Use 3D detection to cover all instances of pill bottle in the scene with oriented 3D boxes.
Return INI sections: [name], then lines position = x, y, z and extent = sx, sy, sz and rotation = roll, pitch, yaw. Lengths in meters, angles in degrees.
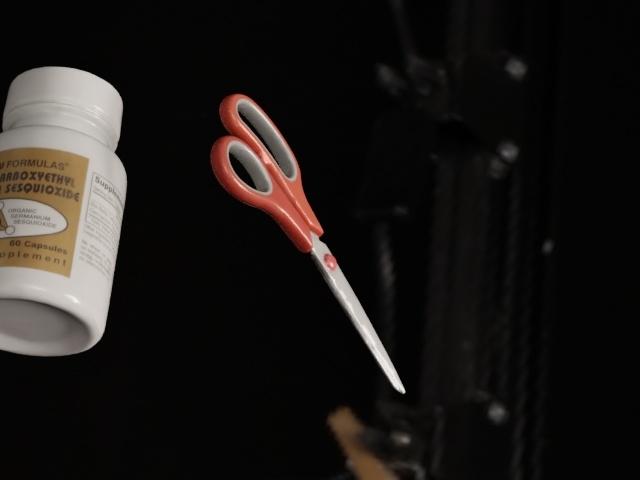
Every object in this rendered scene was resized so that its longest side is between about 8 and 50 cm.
[pill bottle]
position = -0.235, -0.028, 1.629
extent = 0.131, 0.131, 0.229
rotation = -21, -128, 39

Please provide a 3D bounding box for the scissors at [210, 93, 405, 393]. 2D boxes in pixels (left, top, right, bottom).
[scissors]
position = 0.000, 0.000, 1.660
extent = 0.021, 0.297, 0.109
rotation = -28, -156, 29
